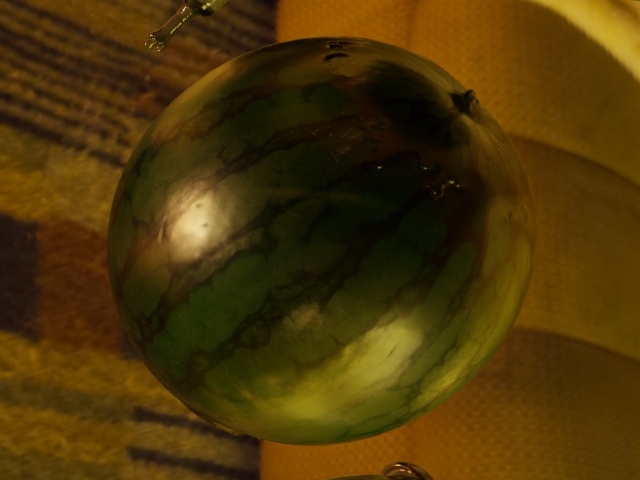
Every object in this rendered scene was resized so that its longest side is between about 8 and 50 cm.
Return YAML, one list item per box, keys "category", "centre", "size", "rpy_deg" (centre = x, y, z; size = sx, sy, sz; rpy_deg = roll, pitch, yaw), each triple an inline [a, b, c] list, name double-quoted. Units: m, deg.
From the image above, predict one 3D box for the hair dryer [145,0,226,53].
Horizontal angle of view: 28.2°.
- category: "hair dryer"
  centre: [-0.051, -0.201, 0.914]
  size: [0.057, 0.198, 0.100]
  rpy_deg: [40, 11, -39]

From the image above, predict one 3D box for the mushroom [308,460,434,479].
- category: "mushroom"
  centre: [-0.044, 0.265, 1.063]
  size: [0.333, 0.087, 0.107]
  rpy_deg: [-11, 68, -21]

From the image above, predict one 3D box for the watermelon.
- category: "watermelon"
  centre: [0.000, 0.000, 1.050]
  size: [0.363, 0.363, 0.363]
  rpy_deg: [19, 63, -42]
